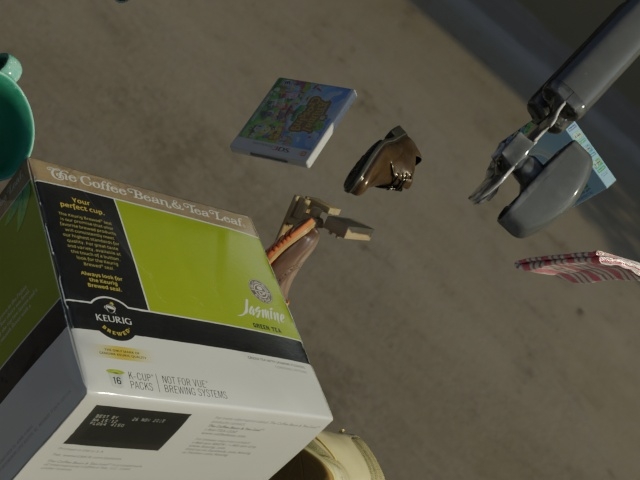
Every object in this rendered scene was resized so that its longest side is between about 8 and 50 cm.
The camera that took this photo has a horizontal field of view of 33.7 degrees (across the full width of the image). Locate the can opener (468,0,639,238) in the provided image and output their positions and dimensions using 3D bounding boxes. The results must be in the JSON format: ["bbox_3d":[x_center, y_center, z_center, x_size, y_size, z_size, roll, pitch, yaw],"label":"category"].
[{"bbox_3d":[0.248,-0.118,0.999,0.095,0.076,0.283,45,74,0],"label":"can opener"}]

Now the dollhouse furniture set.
[{"bbox_3d":[0.000,0.000,2.020,0.151,0.123,0.144,28,11,25],"label":"dollhouse furniture set"}]

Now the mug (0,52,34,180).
[{"bbox_3d":[-0.403,-0.133,1.216,0.158,0.097,0.129,-44,125,-54],"label":"mug"}]

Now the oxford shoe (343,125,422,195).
[{"bbox_3d":[0.118,-0.124,1.822,0.096,0.083,0.227,46,40,4],"label":"oxford shoe"}]

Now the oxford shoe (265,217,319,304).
[{"bbox_3d":[-0.096,0.120,1.864,0.133,0.363,0.130,37,16,0],"label":"oxford shoe"}]

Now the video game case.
[{"bbox_3d":[-0.056,-0.246,2.168,0.193,0.023,0.212,14,57,30],"label":"video game case"}]

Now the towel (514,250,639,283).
[{"bbox_3d":[0.448,0.050,1.807,0.144,0.197,0.029,15,76,-33],"label":"towel"}]

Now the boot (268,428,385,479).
[{"bbox_3d":[-0.037,0.302,1.589,0.262,0.095,0.203,32,7,31],"label":"boot"}]

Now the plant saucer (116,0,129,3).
[{"bbox_3d":[-0.240,-0.484,1.450,0.044,0.317,0.317,2,46,-26],"label":"plant saucer"}]

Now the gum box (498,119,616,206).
[{"bbox_3d":[0.454,-0.152,2.033,0.041,0.157,0.184,-35,89,-38],"label":"gum box"}]

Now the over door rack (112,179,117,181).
[{"bbox_3d":[-0.305,0.036,2.121,0.324,0.108,0.239,23,33,-27],"label":"over door rack"}]

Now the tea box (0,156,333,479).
[{"bbox_3d":[-0.216,0.118,1.218,0.329,0.220,0.323,16,40,-41],"label":"tea box"}]
